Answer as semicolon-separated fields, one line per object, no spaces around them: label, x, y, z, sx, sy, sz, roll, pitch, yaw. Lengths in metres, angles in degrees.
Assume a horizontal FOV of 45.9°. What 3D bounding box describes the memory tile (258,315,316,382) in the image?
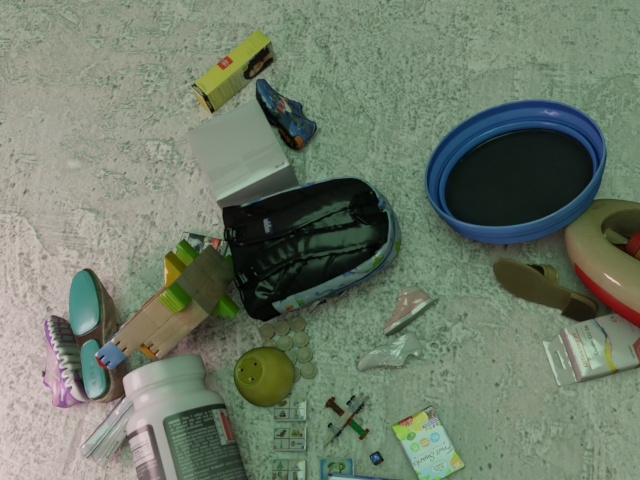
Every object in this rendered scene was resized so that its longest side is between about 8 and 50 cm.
memory tile;-0.075;0.250;1.710;0.113;0.012;0.148;-15;69;3

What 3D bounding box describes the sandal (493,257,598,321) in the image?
sandal;0.497;0.092;1.663;0.240;0.088;0.079;28;45;10

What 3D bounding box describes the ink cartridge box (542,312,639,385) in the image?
ink cartridge box;0.582;0.226;1.590;0.198;0.067;0.115;-16;68;2

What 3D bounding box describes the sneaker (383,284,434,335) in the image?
sneaker;0.181;0.152;1.689;0.134;0.051;0.070;-36;67;-9

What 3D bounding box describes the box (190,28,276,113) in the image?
box;-0.222;-0.435;1.950;0.232;0.087;0.058;-42;69;-7

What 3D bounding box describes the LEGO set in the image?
LEGO set;0.018;0.426;1.621;0.244;0.060;0.182;-7;68;19

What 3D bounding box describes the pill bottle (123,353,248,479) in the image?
pill bottle;-0.276;0.432;1.554;0.210;0.210;0.362;-20;72;1

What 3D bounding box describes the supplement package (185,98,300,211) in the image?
supplement package;-0.184;-0.188;1.816;0.194;0.149;0.203;-26;68;-2

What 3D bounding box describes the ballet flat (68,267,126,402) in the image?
ballet flat;-0.505;0.220;1.736;0.108;0.106;0.315;-20;70;23

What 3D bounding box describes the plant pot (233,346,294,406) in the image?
plant pot;-0.136;0.291;1.647;0.134;0.095;0.134;-5;72;17

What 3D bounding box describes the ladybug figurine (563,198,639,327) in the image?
ladybug figurine;0.689;0.074;1.532;0.305;0.161;0.449;-20;41;-27

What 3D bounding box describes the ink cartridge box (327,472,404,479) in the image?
ink cartridge box;0.080;0.643;1.512;0.166;0.065;0.332;4;72;10

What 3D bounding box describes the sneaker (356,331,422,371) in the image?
sneaker;0.152;0.255;1.652;0.152;0.053;0.061;-25;71;-2

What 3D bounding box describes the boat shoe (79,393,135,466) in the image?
boat shoe;-0.432;0.399;1.684;0.076;0.083;0.226;43;79;-8

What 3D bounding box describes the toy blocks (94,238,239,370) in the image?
toy blocks;-0.330;0.159;1.636;0.261;0.381;0.191;-41;97;14

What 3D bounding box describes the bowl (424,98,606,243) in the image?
bowl;0.429;-0.153;1.675;0.391;0.077;0.391;-15;46;16

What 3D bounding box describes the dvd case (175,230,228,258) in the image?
dvd case;-0.289;0.029;1.824;0.120;0.013;0.087;11;72;11

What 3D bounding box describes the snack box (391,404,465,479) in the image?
snack box;0.224;0.431;1.583;0.100;0.037;0.141;-27;68;-1

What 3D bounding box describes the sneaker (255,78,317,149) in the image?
sneaker;-0.091;-0.325;1.902;0.087;0.083;0.221;-32;73;-18

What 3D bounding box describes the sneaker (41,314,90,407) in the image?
sneaker;-0.600;0.284;1.740;0.105;0.095;0.236;-35;64;15

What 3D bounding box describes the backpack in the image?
backpack;0.000;0.000;1.684;0.356;0.273;0.290;-29;64;21
